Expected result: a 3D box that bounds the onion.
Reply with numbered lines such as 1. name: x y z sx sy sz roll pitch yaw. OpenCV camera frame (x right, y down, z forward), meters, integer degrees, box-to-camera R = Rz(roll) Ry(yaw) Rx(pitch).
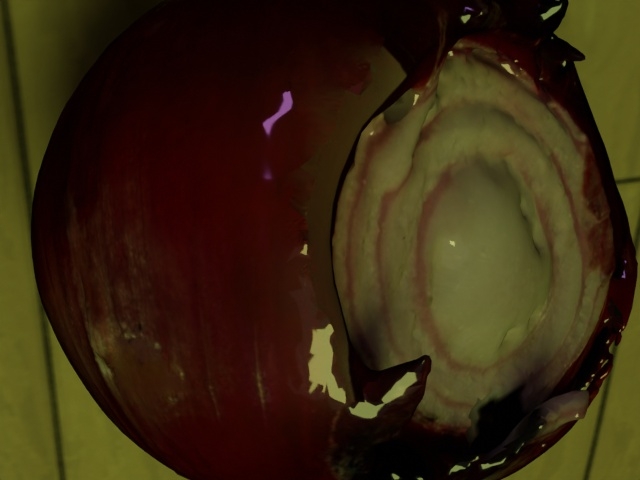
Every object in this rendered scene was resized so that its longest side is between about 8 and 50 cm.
1. onion: 0.002 0.008 0.885 0.341 0.341 0.341 -9 135 -9
